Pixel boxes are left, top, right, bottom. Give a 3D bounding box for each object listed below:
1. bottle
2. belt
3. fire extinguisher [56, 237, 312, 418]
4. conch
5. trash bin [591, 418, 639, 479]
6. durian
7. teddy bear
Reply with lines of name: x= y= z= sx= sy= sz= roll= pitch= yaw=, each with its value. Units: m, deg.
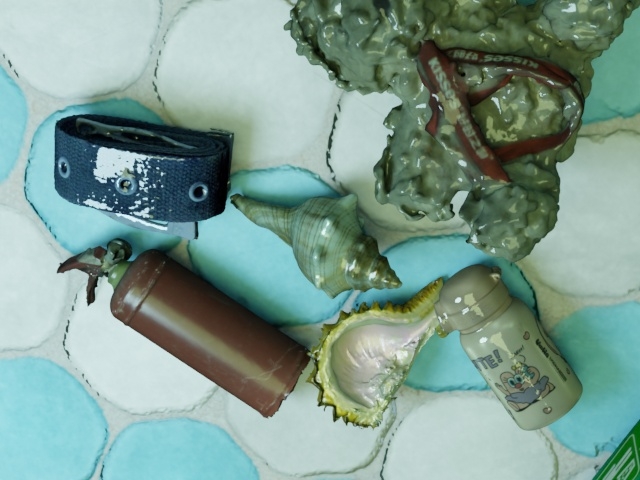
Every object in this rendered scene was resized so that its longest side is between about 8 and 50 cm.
bottle: x=0.222 y=0.129 z=1.665 sx=0.110 sy=0.097 sz=0.209 roll=-34 pitch=101 yaw=17
belt: x=-0.221 y=-0.075 z=1.653 sx=0.218 sy=0.122 sz=0.128 roll=11 pitch=115 yaw=5
fire extinguisher: x=-0.184 y=0.104 z=1.734 sx=0.337 sy=0.106 sz=0.147 roll=34 pitch=137 yaw=-3
conch: x=0.013 y=-0.003 z=1.649 sx=0.114 sy=0.234 sz=0.137 roll=-45 pitch=131 yaw=-2
trash bin: x=0.452 y=0.360 z=1.631 sx=0.295 sy=0.259 sz=0.381 roll=28 pitch=110 yaw=-1
durian: x=0.075 y=0.128 z=1.708 sx=0.140 sy=0.078 sz=0.224 roll=45 pitch=88 yaw=-4
teddy bear: x=0.131 y=-0.198 z=1.502 sx=0.367 sy=0.224 sz=0.357 roll=22 pitch=99 yaw=4
